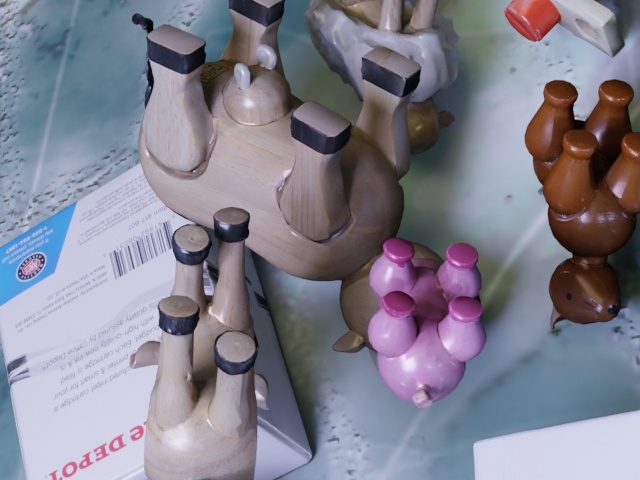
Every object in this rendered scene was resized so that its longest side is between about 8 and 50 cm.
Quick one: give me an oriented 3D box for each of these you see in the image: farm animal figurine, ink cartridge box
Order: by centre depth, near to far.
[{"bbox_3d":[0.000,0.000,0.936,0.330,0.172,0.327,-21,49,-29],"label":"farm animal figurine"},{"bbox_3d":[-0.108,0.069,1.042,0.148,0.086,0.203,-29,54,15],"label":"ink cartridge box"}]

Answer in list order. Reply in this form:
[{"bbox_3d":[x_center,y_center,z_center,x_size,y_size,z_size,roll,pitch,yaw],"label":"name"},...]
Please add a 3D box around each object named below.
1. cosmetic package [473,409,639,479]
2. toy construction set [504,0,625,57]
[{"bbox_3d":[0.175,0.134,0.773,0.231,0.085,0.117,-20,65,47],"label":"cosmetic package"},{"bbox_3d":[0.237,-0.227,0.953,0.215,0.151,0.328,41,98,15],"label":"toy construction set"}]
